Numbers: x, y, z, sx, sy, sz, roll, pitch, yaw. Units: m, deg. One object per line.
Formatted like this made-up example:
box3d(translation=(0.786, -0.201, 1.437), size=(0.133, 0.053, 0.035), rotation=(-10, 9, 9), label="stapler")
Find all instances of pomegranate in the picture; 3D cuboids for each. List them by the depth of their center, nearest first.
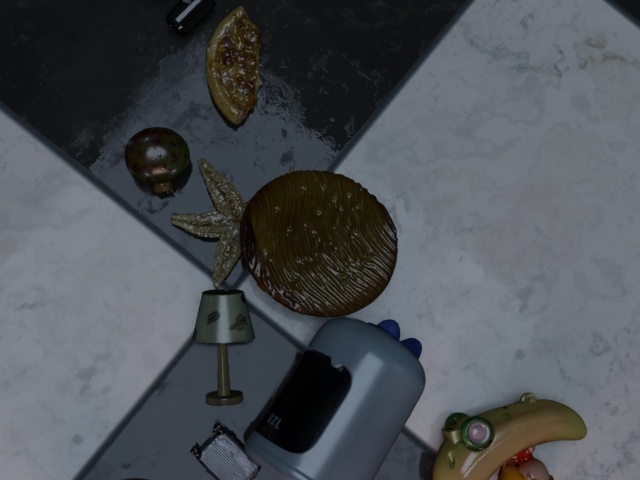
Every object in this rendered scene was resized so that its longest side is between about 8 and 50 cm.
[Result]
box3d(translation=(-0.318, -0.158, 1.753), size=(0.130, 0.130, 0.130), rotation=(1, 82, -5), label="pomegranate")

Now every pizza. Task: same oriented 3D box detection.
box3d(translation=(-0.173, -0.358, 1.824), size=(0.127, 0.058, 0.246), rotation=(13, 83, -4), label="pizza")

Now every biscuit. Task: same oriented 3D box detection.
box3d(translation=(0.000, 0.000, 1.750), size=(0.318, 0.040, 0.317), rotation=(6, 64, -12), label="biscuit")

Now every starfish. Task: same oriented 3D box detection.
box3d(translation=(-0.175, -0.060, 1.788), size=(0.231, 0.048, 0.295), rotation=(36, 77, 0), label="starfish")

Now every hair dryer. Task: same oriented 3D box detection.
box3d(translation=(-0.288, -0.503, 1.777), size=(0.100, 0.197, 0.057), rotation=(-47, 53, -11), label="hair dryer")

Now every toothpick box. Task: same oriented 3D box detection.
box3d(translation=(0.055, 0.305, 1.671), size=(0.263, 0.263, 0.354), rotation=(32, 79, 0), label="toothpick box")

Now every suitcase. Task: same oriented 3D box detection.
box3d(translation=(-0.178, 0.417, 1.713), size=(0.126, 0.059, 0.086), rotation=(44, 82, 2), label="suitcase")

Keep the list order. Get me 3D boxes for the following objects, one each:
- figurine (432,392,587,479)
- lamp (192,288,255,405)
box3d(translation=(0.369, 0.421, 1.734), size=(0.325, 0.124, 0.222), rotation=(-16, 84, -11), label="figurine")
box3d(translation=(-0.184, 0.202, 1.718), size=(0.121, 0.121, 0.214), rotation=(-3, 95, -6), label="lamp")
